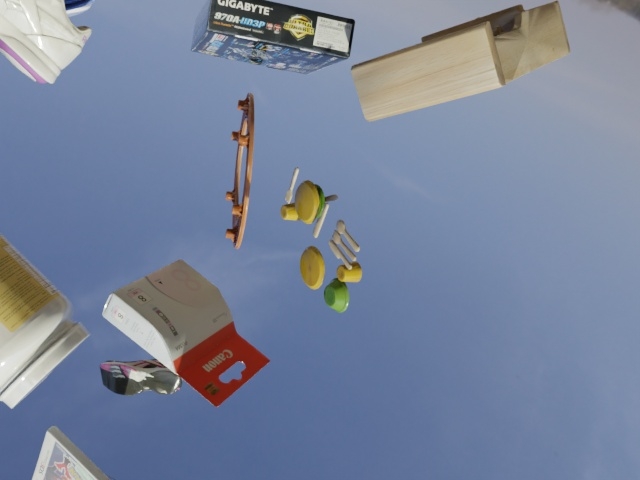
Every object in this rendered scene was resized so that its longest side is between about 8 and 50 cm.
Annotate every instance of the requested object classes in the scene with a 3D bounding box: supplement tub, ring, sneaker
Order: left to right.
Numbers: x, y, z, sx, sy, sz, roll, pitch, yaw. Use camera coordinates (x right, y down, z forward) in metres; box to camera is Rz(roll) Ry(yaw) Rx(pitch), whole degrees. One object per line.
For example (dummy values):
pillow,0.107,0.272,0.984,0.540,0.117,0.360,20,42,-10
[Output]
supplement tub,-0.642,0.138,1.416,0.331,0.241,0.241,46,-150,-6
sneaker,-0.477,-0.390,1.098,0.114,0.152,0.305,31,163,47
sneaker,-0.366,0.278,1.512,0.178,0.071,0.077,8,-164,4
ring,-0.176,-0.149,1.558,0.032,0.336,0.336,5,-145,-10

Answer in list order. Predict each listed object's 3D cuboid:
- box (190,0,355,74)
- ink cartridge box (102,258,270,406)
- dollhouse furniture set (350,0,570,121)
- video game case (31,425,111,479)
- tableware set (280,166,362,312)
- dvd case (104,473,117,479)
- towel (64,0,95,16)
box,-0.071,-0.265,0.949,0.175,0.051,0.220,8,-175,-15
ink cartridge box,-0.200,0.139,1.167,0.232,0.066,0.189,33,-156,12
dollhouse furniture set,0.129,-0.370,0.842,0.256,0.362,0.394,-32,-72,-49
video game case,-0.465,0.475,1.387,0.201,0.183,0.023,38,-144,14
tableware set,0.000,0.000,0.790,0.024,0.104,0.154,-4,-140,-33
dvd case,-0.390,0.565,1.540,0.180,0.022,0.253,38,164,-25
towel,-0.522,-0.423,1.346,0.209,0.034,0.285,-16,-160,-15
